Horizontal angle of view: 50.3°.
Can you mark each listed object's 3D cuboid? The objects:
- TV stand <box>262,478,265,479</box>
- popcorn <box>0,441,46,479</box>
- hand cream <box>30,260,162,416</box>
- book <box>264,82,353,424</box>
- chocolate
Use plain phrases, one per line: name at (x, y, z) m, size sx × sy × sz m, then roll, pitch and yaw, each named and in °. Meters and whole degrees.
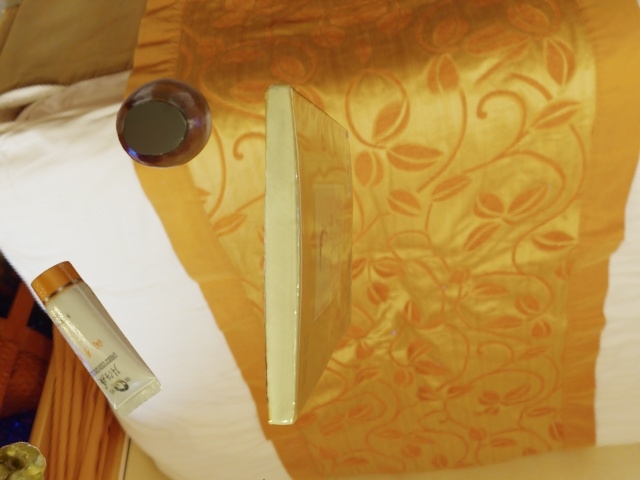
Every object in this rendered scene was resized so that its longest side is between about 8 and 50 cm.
TV stand at (-0.196, 0.431, 1.130) m, size 0.249 × 0.042 × 0.036 m, roll 7°, pitch 121°, yaw -41°
popcorn at (-0.659, 0.588, 1.361) m, size 0.292 × 0.293 × 0.334 m, roll -20°, pitch 99°, yaw -19°
hand cream at (-0.434, 0.190, 1.313) m, size 0.139 × 0.089 × 0.314 m, roll -40°, pitch 88°, yaw 29°
book at (0.000, 0.000, 0.707) m, size 0.032 × 0.389 × 0.269 m, roll 0°, pitch 93°, yaw 9°
chocolate at (-0.268, -0.206, 1.198) m, size 0.176 × 0.177 × 0.177 m, roll -2°, pitch 135°, yaw -2°
